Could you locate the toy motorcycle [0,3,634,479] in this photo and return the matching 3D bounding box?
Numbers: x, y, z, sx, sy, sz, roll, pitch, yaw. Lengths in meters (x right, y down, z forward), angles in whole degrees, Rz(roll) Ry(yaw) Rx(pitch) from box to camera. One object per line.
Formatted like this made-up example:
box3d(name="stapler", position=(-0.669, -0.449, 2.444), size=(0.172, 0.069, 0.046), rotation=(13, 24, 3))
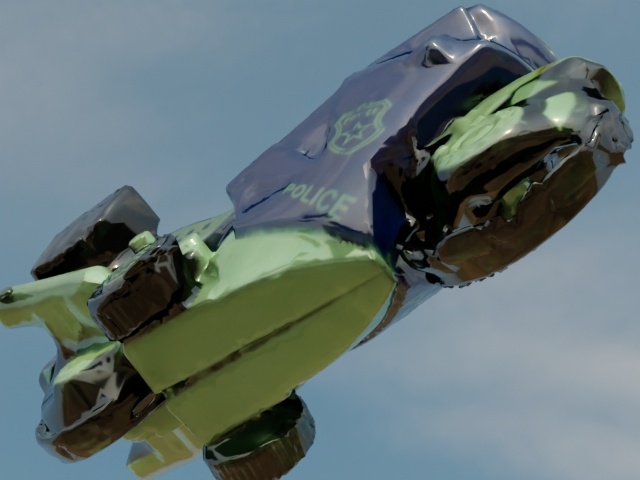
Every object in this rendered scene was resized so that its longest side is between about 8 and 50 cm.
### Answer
box3d(name="toy motorcycle", position=(0.000, 0.000, 0.636), size=(0.331, 0.196, 0.125), rotation=(-28, -74, 34))
